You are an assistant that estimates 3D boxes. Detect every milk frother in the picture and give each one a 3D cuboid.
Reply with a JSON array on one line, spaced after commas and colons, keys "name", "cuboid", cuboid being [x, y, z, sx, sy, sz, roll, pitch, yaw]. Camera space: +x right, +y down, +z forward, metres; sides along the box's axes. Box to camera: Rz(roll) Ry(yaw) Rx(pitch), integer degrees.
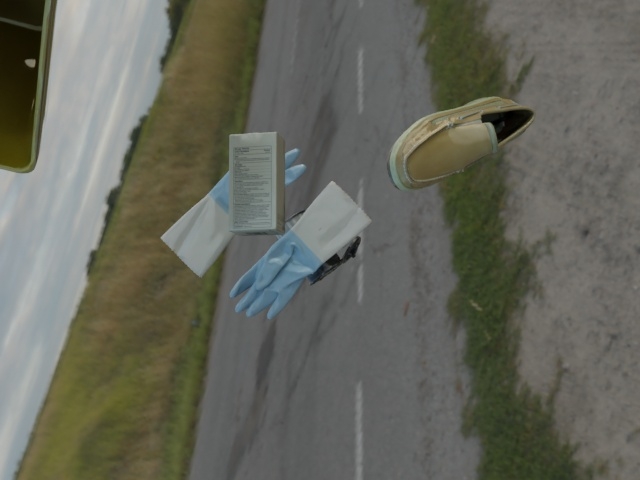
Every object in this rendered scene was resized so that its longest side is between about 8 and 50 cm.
[{"name": "milk frother", "cuboid": [0.000, 0.000, 1.768, 0.129, 0.134, 0.143, -37, -6, 15]}]

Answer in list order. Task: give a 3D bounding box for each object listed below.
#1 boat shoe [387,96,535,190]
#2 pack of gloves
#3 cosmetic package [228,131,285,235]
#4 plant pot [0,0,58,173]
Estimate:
[{"name": "boat shoe", "cuboid": [0.150, -0.105, 0.884, 0.190, 0.068, 0.072, -34, 26, -33]}, {"name": "pack of gloves", "cuboid": [-0.076, -0.016, 1.235, 0.232, 0.195, 0.046, -45, 3, -1]}, {"name": "cosmetic package", "cuboid": [-0.073, -0.065, 0.997, 0.041, 0.060, 0.115, 34, -124, -75]}, {"name": "plant pot", "cuboid": [-0.325, -0.217, 0.758, 0.187, 0.212, 0.212, -88, 15, -50]}]
